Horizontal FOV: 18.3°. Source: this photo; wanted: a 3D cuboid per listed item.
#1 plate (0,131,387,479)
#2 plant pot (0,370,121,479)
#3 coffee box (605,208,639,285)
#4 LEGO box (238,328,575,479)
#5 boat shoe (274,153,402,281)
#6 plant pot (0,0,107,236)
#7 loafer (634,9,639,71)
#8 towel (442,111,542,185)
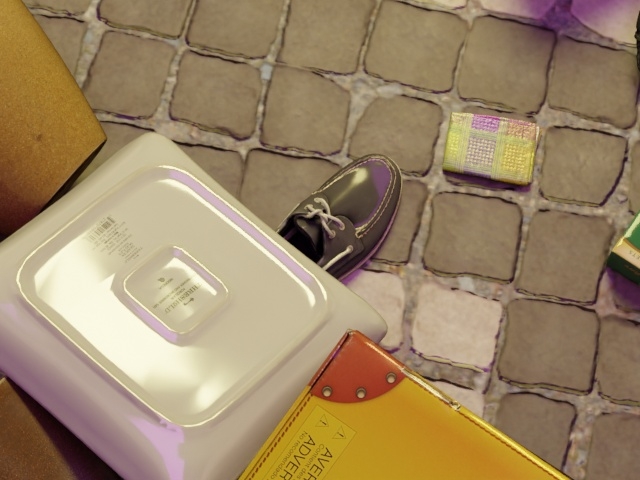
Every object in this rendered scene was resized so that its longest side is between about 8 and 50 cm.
[{"bbox_3d":[-0.120,0.050,1.585,0.278,0.045,0.277,39,52,12],"label":"plate"},{"bbox_3d":[-0.222,0.250,1.580,0.230,0.215,0.215,40,76,-3],"label":"plant pot"},{"bbox_3d":[0.347,-0.025,1.741,0.113,0.040,0.184,36,76,9],"label":"coffee box"},{"bbox_3d":[0.043,0.379,1.470,0.372,0.193,0.500,34,83,22],"label":"LEGO box"},{"bbox_3d":[0.000,0.000,1.715,0.075,0.065,0.206,41,77,11],"label":"boat shoe"},{"bbox_3d":[-0.316,-0.125,1.683,0.254,0.237,0.237,42,77,-4],"label":"plant pot"},{"bbox_3d":[0.390,-0.175,1.778,0.223,0.076,0.078,4,109,-7],"label":"loafer"},{"bbox_3d":[0.154,-0.082,1.771,0.083,0.009,0.060,9,74,3],"label":"towel"}]
